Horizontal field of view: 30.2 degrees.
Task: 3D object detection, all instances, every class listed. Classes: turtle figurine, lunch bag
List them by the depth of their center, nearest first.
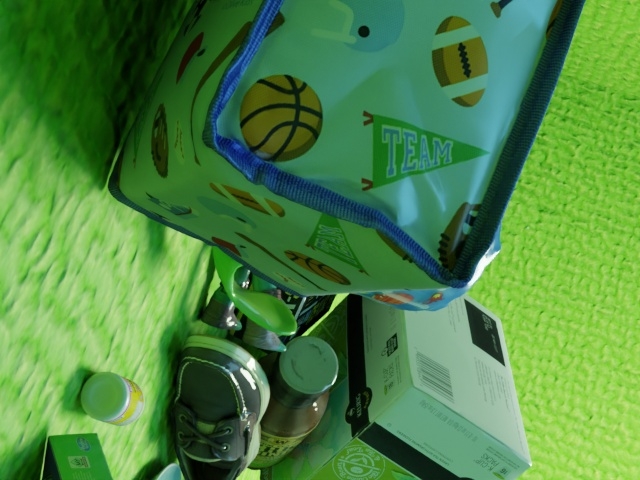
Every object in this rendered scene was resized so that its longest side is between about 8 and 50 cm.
[{"bbox_3d":[0.029,-0.174,0.855,0.386,0.239,0.328,-63,-163,-11],"label":"lunch bag"},{"bbox_3d":[-0.054,-0.004,1.322,0.175,0.118,0.234,25,-83,59],"label":"turtle figurine"}]

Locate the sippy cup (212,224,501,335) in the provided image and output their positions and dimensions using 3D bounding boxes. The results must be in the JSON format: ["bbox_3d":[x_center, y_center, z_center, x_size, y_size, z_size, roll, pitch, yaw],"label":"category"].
[{"bbox_3d":[0.055,-0.043,1.154,0.224,0.305,0.240,31,55,-42],"label":"sippy cup"}]

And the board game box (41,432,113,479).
[{"bbox_3d":[-0.174,0.327,0.910,0.317,0.046,0.214,-128,-134,-55],"label":"board game box"}]

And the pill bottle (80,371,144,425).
[{"bbox_3d":[-0.183,0.143,1.064,0.083,0.043,0.043,67,42,-76],"label":"pill bottle"}]

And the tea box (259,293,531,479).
[{"bbox_3d":[0.093,0.251,1.688,0.323,0.220,0.329,-47,-159,24],"label":"tea box"}]

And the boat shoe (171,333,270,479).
[{"bbox_3d":[-0.120,0.211,1.350,0.285,0.102,0.092,96,14,-53],"label":"boat shoe"}]

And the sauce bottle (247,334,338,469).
[{"bbox_3d":[-0.054,0.201,1.475,0.344,0.111,0.111,118,-4,-65],"label":"sauce bottle"}]

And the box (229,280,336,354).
[{"bbox_3d":[0.000,0.000,1.620,0.257,0.079,0.322,-64,172,13],"label":"box"}]

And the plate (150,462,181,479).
[{"bbox_3d":[-0.206,0.339,1.346,0.188,0.024,0.188,19,90,-79],"label":"plate"}]
